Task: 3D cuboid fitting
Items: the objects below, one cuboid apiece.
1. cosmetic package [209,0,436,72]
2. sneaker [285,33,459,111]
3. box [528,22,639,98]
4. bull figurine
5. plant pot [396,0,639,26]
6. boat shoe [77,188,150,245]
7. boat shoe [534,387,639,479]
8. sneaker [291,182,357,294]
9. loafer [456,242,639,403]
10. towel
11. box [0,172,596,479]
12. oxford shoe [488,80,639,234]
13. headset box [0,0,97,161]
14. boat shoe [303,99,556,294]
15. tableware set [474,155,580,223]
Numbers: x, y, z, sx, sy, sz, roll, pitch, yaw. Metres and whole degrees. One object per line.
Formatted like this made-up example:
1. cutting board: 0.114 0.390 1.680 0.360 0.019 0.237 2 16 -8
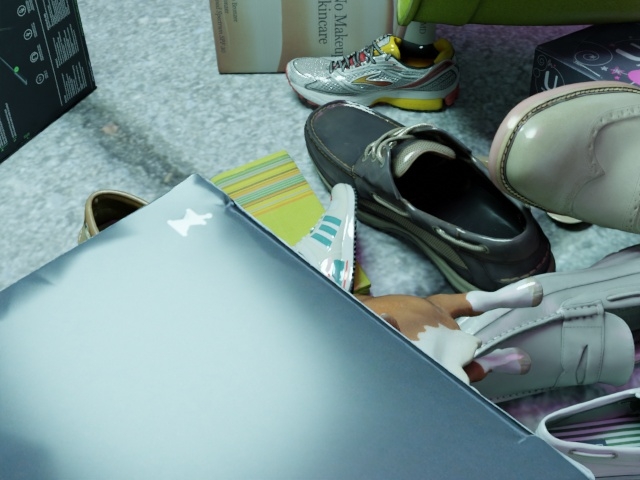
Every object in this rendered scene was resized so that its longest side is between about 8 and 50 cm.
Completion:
1. cosmetic package: 0.005 -0.319 1.268 0.296 0.153 0.129 -2 48 1
2. sneaker: 0.067 -0.226 1.216 0.225 0.092 0.088 -2 46 1
3. box: 0.386 -0.172 1.100 0.247 0.142 0.163 -24 43 -24
4. bull figurine: 0.056 0.089 0.728 0.188 0.101 0.310 -8 0 -27
5. plant pot: 0.292 -0.386 1.025 0.353 0.366 0.366 10 46 -3
6. boat shoe: -0.132 0.054 0.933 0.324 0.120 0.122 30 54 27
7. boat shoe: 0.295 0.171 0.840 0.226 0.075 0.083 -14 48 -11
8. sneaker: 0.000 0.000 0.998 0.075 0.057 0.161 2 52 1
9. loafer: 0.250 0.088 0.897 0.319 0.112 0.111 -21 41 -18
10. towel: -0.038 -0.010 1.064 0.102 0.021 0.237 -23 50 -12
11. box: -0.042 0.217 0.585 0.212 0.395 0.293 -34 54 -28
12. oxford shoe: 0.347 -0.063 0.922 0.397 0.140 0.146 3 23 -28
13. headset box: -0.427 -0.225 1.124 0.131 0.246 0.283 24 52 22
14. boat shoe: 0.114 -0.071 1.029 0.132 0.130 0.355 -39 56 -20
15. tableware set: 0.236 -0.059 1.101 0.169 0.020 0.141 -10 47 -9
